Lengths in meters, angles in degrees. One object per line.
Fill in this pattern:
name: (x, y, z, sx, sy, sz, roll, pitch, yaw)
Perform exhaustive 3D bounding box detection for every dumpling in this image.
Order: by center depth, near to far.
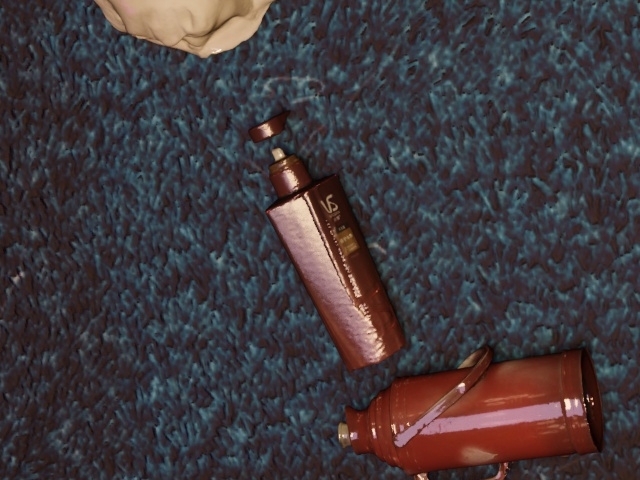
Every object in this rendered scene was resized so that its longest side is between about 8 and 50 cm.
dumpling: (-0.127, -0.216, 1.655, 0.188, 0.108, 0.127, 6, 128, -3)

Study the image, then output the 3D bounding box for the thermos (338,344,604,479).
thermos: (0.128, 0.161, 1.663, 0.232, 0.099, 0.124, -11, 100, 16)

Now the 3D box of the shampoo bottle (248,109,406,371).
shampoo bottle: (0.002, -0.001, 1.681, 0.067, 0.068, 0.236, -24, 97, 18)
